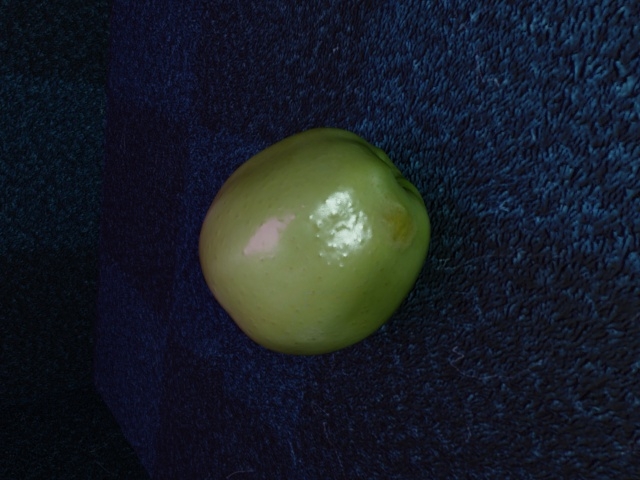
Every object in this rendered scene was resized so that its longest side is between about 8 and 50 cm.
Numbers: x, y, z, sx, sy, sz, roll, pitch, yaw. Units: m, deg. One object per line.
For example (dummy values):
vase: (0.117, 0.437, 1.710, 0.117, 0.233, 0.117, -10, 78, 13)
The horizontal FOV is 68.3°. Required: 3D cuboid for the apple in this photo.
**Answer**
apple: (0.000, 0.000, 0.752, 0.357, 0.357, 0.358, 6, 99, 47)
